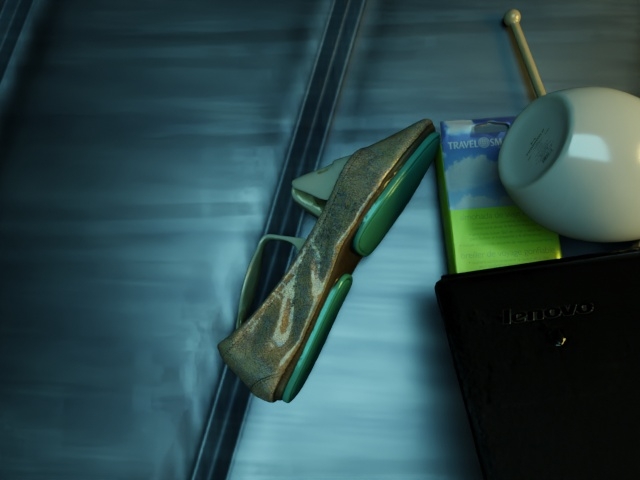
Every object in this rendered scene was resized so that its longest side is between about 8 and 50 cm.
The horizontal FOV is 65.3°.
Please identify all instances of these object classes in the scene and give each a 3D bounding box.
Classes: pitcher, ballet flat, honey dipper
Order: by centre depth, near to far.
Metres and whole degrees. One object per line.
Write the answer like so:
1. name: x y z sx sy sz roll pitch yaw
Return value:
1. pitcher: 0.276 -0.074 0.428 0.207 0.126 0.178 16 119 -17
2. ballet flat: 0.000 0.000 0.486 0.106 0.107 0.316 29 82 16
3. honey dipper: 0.230 -0.180 0.543 0.030 0.030 0.161 -16 77 0

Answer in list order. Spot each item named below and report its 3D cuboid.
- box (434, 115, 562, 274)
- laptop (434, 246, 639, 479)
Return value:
1. box: 0.179 -0.034 0.511 0.108 0.042 0.179 -4 80 1
2. laptop: 0.313 0.232 0.380 0.381 0.236 0.408 -8 111 3
